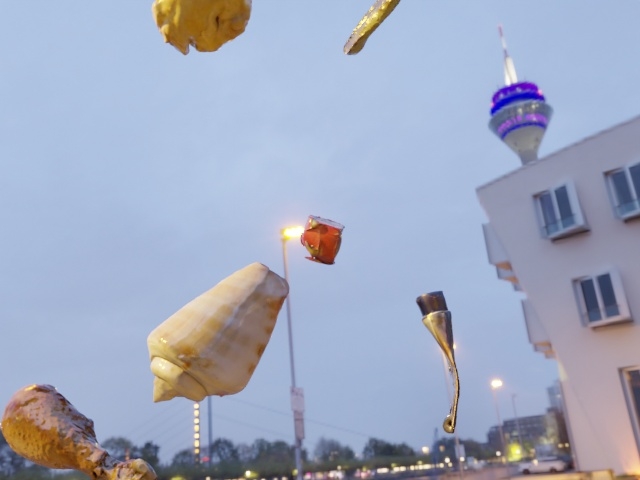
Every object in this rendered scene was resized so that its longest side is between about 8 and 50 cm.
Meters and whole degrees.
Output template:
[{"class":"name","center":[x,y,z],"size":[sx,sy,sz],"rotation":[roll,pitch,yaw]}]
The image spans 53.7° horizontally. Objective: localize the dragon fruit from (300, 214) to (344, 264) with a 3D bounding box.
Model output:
[{"class":"dragon fruit","center":[0.000,0.000,0.847],"size":[0.056,0.060,0.083],"rotation":[15,8,-2]}]

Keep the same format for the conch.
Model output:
[{"class":"conch","center":[-0.157,0.140,0.934],"size":[0.158,0.255,0.127],"rotation":[34,-4,8]}]

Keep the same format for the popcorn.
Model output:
[{"class":"popcorn","center":[-0.104,-0.201,0.523],"size":[0.084,0.084,0.084],"rotation":[-4,-20,-2]}]

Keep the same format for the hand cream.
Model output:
[{"class":"hand cream","center":[0.146,0.142,0.746],"size":[0.039,0.163,0.062],"rotation":[-10,-13,3]}]

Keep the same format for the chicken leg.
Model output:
[{"class":"chicken leg","center":[-0.318,0.273,0.829],"size":[0.252,0.087,0.107],"rotation":[22,-40,23]}]

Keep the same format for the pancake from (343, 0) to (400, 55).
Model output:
[{"class":"pancake","center":[0.054,-0.203,0.548],"size":[0.017,0.108,0.108],"rotation":[38,-33,-9]}]
